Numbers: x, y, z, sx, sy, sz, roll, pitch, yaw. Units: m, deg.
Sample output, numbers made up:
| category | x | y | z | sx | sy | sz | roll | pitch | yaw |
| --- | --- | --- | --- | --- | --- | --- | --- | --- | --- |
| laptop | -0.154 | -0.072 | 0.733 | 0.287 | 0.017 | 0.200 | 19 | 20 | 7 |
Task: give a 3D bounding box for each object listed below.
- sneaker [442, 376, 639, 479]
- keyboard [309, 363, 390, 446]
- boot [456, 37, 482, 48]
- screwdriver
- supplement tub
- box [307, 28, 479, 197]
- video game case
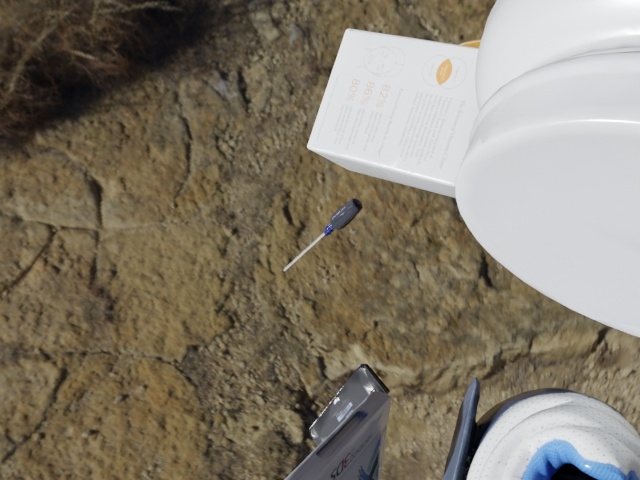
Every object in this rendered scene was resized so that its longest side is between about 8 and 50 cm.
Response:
| category | x | y | z | sx | sy | sz | roll | pitch | yaw |
| --- | --- | --- | --- | --- | --- | --- | --- | --- | --- |
| sneaker | 0.090 | 0.236 | 0.427 | 0.130 | 0.236 | 0.323 | 23 | 82 | 11 |
| keyboard | 0.058 | 0.318 | 1.348 | 0.180 | 0.023 | 0.108 | -55 | 50 | 18 |
| boot | 0.249 | -0.163 | 1.048 | 0.295 | 0.104 | 0.211 | 25 | 72 | 40 |
| screwdriver | 0.000 | 0.000 | 1.034 | 0.170 | 0.024 | 0.025 | -47 | 62 | 34 |
| supplement tub | 0.227 | -0.129 | 0.400 | 0.241 | 0.241 | 0.331 | 19 | 69 | 22 |
| box | 0.095 | -0.122 | 0.750 | 0.170 | 0.091 | 0.130 | 19 | 90 | 31 |
| video game case | 0.016 | 0.408 | 1.023 | 0.036 | 0.300 | 0.329 | 12 | 105 | 23 |
